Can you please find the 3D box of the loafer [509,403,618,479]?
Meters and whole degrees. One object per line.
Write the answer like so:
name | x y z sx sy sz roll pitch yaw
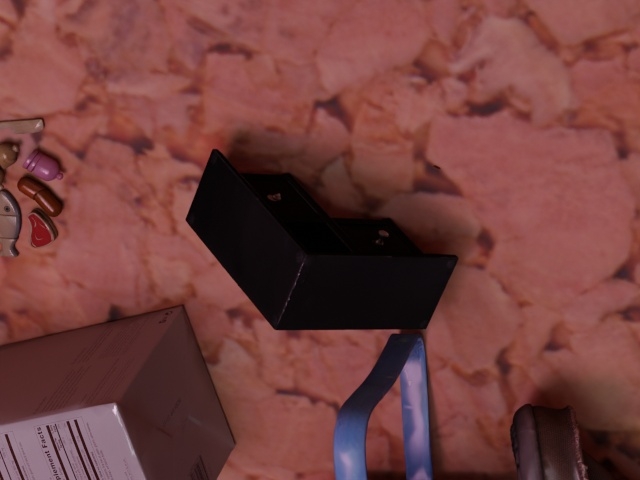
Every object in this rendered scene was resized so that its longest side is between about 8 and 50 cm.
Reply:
loafer | 0.271 0.277 1.601 0.130 0.134 0.366 -26 110 10

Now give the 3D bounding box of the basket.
basket | 0.058 0.240 1.529 0.201 0.255 0.289 3 103 15

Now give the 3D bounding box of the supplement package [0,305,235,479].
supplement package | -0.209 0.176 1.617 0.203 0.194 0.149 -13 108 18

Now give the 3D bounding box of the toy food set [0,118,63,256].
toy food set | -0.254 -0.042 1.633 0.078 0.019 0.122 -4 111 14

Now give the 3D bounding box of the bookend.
bookend | 0.000 0.000 1.553 0.157 0.156 0.072 2 122 -37
